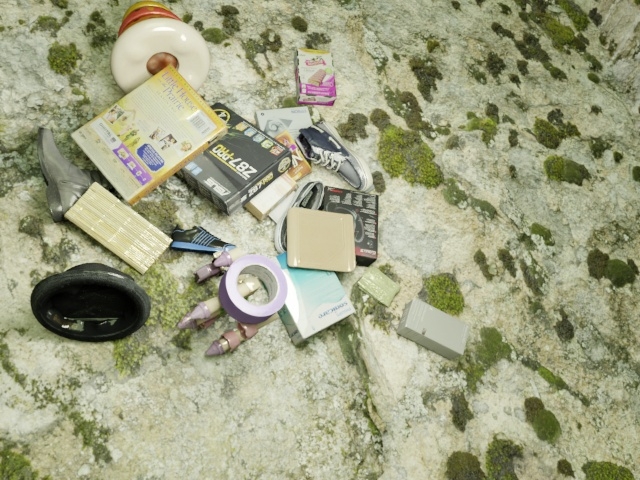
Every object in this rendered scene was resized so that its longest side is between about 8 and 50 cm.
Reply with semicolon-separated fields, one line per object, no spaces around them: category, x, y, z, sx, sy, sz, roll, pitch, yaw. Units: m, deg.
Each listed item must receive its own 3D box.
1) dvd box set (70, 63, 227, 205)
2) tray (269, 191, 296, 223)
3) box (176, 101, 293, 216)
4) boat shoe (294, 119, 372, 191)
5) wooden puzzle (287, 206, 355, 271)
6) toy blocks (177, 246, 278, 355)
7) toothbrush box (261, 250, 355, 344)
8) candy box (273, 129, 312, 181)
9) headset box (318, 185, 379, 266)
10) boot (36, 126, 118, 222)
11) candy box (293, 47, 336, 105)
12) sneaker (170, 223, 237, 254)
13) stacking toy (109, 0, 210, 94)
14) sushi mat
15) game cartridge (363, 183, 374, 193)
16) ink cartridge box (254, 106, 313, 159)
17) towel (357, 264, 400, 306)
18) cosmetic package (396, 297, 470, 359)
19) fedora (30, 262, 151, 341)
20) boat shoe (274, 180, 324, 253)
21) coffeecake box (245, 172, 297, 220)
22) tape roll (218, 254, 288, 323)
dvd box set;-0.573;-0.362;1.776;0.420;0.062;0.307;-42;85;-12
tray;-0.195;-0.186;1.977;0.270;0.030;0.145;47;65;5
box;-0.346;-0.303;1.880;0.395;0.097;0.318;37;65;22
boat shoe;0.040;-0.304;1.979;0.158;0.127;0.340;-22;64;-37
wooden puzzle;0.000;0.000;1.824;0.238;0.044;0.221;5;66;-16
toy blocks;-0.341;0.203;1.639;0.260;0.288;0.309;-26;82;-29
toothbrush box;-0.051;0.177;1.822;0.216;0.126;0.295;-25;77;-25
candy box;-0.127;-0.314;2.006;0.109;0.053;0.187;-36;98;-20
headset box;0.098;-0.037;1.958;0.218;0.110;0.293;8;67;-13
boot;-0.820;-0.229;1.780;0.222;0.118;0.338;-13;85;-23
candy box;-0.023;-0.684;2.198;0.159;0.071;0.233;0;69;-15
sneaker;-0.397;-0.002;1.818;0.232;0.081;0.090;9;74;-12
stacking toy;-0.640;-0.777;1.970;0.350;0.351;0.480;-14;57;-21
sushi mat;-0.661;-0.037;1.730;0.316;0.019;0.151;39;81;-13
game cartridge;0.178;-0.232;2.111;0.056;0.017;0.083;-30;80;-20
ink cartridge box;-0.130;-0.420;2.078;0.223;0.045;0.224;-11;73;-20
towel;0.219;0.170;1.959;0.148;0.027;0.110;38;65;1
cosmetic package;0.412;0.324;1.914;0.238;0.107;0.127;24;62;-2
fedora;-0.689;0.164;1.603;0.334;0.334;0.152;2;39;-15
boat shoe;-0.068;-0.085;1.910;0.108;0.102;0.301;35;70;-25
coffeecake box;-0.202;-0.187;1.919;0.142;0.068;0.185;42;64;5
tape roll;-0.195;0.141;1.524;0.189;0.080;0.189;12;61;-23
